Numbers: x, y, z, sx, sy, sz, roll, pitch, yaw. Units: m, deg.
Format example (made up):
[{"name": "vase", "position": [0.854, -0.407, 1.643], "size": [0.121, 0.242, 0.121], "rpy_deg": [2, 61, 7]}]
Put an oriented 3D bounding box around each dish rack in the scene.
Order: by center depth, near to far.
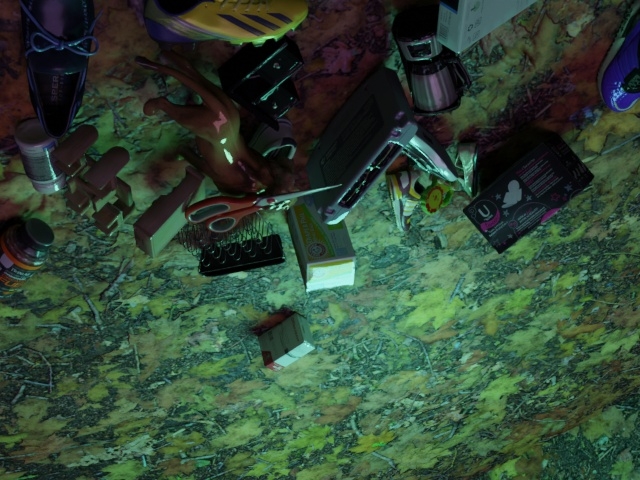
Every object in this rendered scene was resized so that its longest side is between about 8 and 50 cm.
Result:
[{"name": "dish rack", "position": [-0.210, -0.012, 2.010], "size": [0.208, 0.074, 0.271], "rpy_deg": [-12, 154, 12]}]

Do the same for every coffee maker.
[{"name": "coffee maker", "position": [0.201, -0.353, 1.759], "size": [0.120, 0.171, 0.178], "rpy_deg": [-21, 126, -2]}]

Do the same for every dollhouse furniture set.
[{"name": "dollhouse furniture set", "position": [-0.364, -0.109, 1.766], "size": [0.161, 0.242, 0.212], "rpy_deg": [-51, 170, -24]}]

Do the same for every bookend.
[{"name": "bookend", "position": [-0.083, -0.309, 1.745], "size": [0.156, 0.072, 0.157], "rpy_deg": [-35, 139, 21]}]

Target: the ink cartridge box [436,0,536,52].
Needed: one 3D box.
[{"name": "ink cartridge box", "position": [0.344, -0.481, 1.640], "size": [0.333, 0.065, 0.165], "rpy_deg": [-35, 148, -24]}]

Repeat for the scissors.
[{"name": "scissors", "position": [-0.113, -0.075, 1.712], "size": [0.297, 0.021, 0.109], "rpy_deg": [-18, 146, 24]}]

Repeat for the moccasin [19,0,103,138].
[{"name": "moccasin", "position": [-0.433, -0.319, 1.561], "size": [0.138, 0.116, 0.342], "rpy_deg": [-6, 141, -14]}]

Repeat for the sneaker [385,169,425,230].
[{"name": "sneaker", "position": [0.206, -0.089, 2.129], "size": [0.084, 0.069, 0.185], "rpy_deg": [-14, 143, 4]}]

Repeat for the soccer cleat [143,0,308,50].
[{"name": "soccer cleat", "position": [-0.160, -0.402, 1.588], "size": [0.289, 0.093, 0.121], "rpy_deg": [-9, 135, -11]}]

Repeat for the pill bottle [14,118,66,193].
[{"name": "pill bottle", "position": [-0.530, -0.158, 1.752], "size": [0.078, 0.078, 0.137], "rpy_deg": [-10, 141, -10]}]

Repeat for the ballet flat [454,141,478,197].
[{"name": "ballet flat", "position": [0.336, -0.165, 2.113], "size": [0.052, 0.057, 0.168], "rpy_deg": [7, 140, 14]}]

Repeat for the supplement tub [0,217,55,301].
[{"name": "supplement tub", "position": [-0.641, 0.037, 1.926], "size": [0.198, 0.106, 0.106], "rpy_deg": [-40, 137, 26]}]

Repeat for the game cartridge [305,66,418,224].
[{"name": "game cartridge", "position": [0.076, -0.195, 1.845], "size": [0.060, 0.196, 0.294], "rpy_deg": [14, 132, -34]}]

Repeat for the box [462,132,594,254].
[{"name": "box", "position": [0.475, -0.110, 2.107], "size": [0.247, 0.142, 0.163], "rpy_deg": [-41, 175, 29]}]

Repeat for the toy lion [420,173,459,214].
[{"name": "toy lion", "position": [0.269, -0.104, 2.113], "size": [0.100, 0.034, 0.096], "rpy_deg": [18, 92, -50]}]

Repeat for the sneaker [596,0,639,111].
[{"name": "sneaker", "position": [0.670, -0.358, 1.916], "size": [0.102, 0.146, 0.293], "rpy_deg": [-9, 141, -10]}]

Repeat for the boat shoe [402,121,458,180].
[{"name": "boat shoe", "position": [0.216, -0.188, 2.008], "size": [0.076, 0.080, 0.228], "rpy_deg": [-30, 140, 25]}]

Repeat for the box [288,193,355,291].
[{"name": "box", "position": [0.000, 0.000, 2.049], "size": [0.114, 0.203, 0.103], "rpy_deg": [-10, 141, -10]}]

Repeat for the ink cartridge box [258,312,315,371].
[{"name": "ink cartridge box", "position": [-0.089, 0.270, 2.429], "size": [0.135, 0.099, 0.056], "rpy_deg": [-34, 139, 20]}]

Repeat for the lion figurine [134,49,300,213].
[{"name": "lion figurine", "position": [-0.184, -0.187, 1.693], "size": [0.142, 0.240, 0.392], "rpy_deg": [-53, 154, -7]}]

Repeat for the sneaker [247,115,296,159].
[{"name": "sneaker", "position": [-0.130, -0.143, 1.914], "size": [0.094, 0.091, 0.258], "rpy_deg": [6, 136, -27]}]
